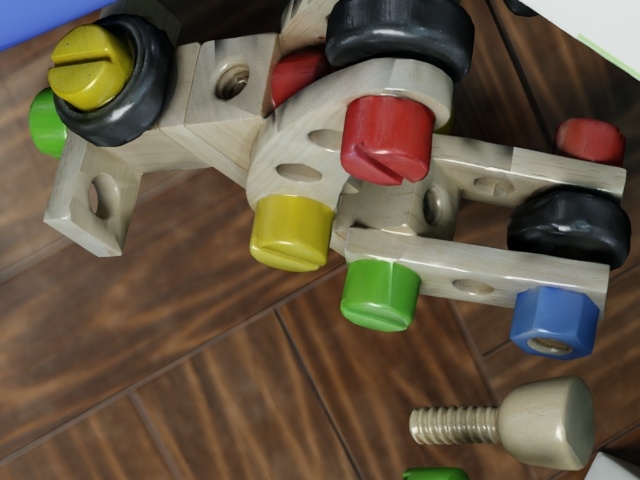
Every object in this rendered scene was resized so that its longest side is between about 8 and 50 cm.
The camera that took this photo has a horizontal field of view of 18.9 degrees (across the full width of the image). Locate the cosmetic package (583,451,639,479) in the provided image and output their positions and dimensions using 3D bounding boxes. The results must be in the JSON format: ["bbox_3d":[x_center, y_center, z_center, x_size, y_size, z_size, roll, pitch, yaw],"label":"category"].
[{"bbox_3d":[0.227,0.264,0.908,0.155,0.365,0.197,25,92,-24],"label":"cosmetic package"}]

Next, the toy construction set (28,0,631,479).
[{"bbox_3d":[0.000,0.000,0.869,0.237,0.257,0.309,-5,90,27],"label":"toy construction set"}]

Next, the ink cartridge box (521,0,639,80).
[{"bbox_3d":[0.154,-0.229,0.831,0.207,0.353,0.119,30,133,-22],"label":"ink cartridge box"}]

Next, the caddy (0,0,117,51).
[{"bbox_3d":[-0.178,-0.214,0.721,0.179,0.241,0.341,-20,109,-19],"label":"caddy"}]
